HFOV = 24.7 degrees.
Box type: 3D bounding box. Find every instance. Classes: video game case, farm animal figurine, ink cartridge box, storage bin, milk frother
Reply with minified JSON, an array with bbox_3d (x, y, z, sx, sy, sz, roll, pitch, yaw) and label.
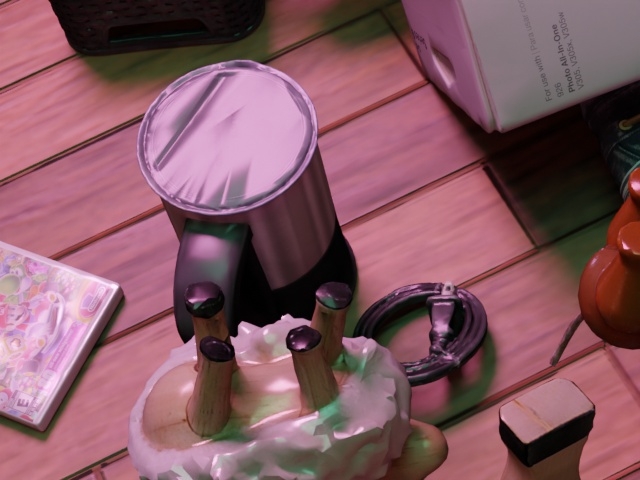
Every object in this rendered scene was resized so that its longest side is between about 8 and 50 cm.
[{"bbox_3d":[-0.176,0.042,0.771,0.122,0.011,0.087,18,64,20],"label":"video game case"},{"bbox_3d":[0.114,0.149,0.511,0.327,0.172,0.330,-10,46,-8],"label":"farm animal figurine"},{"bbox_3d":[0.153,-0.144,0.736,0.212,0.093,0.154,-23,20,-2],"label":"ink cartridge box"},{"bbox_3d":[-0.099,-0.209,0.865,0.122,0.084,0.180,-5,60,8],"label":"storage bin"},{"bbox_3d":[0.000,0.000,0.691,0.143,0.134,0.129,-11,59,4],"label":"milk frother"}]

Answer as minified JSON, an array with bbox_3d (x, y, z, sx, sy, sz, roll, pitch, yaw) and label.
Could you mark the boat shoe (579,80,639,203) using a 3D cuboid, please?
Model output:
[{"bbox_3d":[0.226,-0.076,0.737,0.183,0.065,0.083,-20,57,-2],"label":"boat shoe"}]
